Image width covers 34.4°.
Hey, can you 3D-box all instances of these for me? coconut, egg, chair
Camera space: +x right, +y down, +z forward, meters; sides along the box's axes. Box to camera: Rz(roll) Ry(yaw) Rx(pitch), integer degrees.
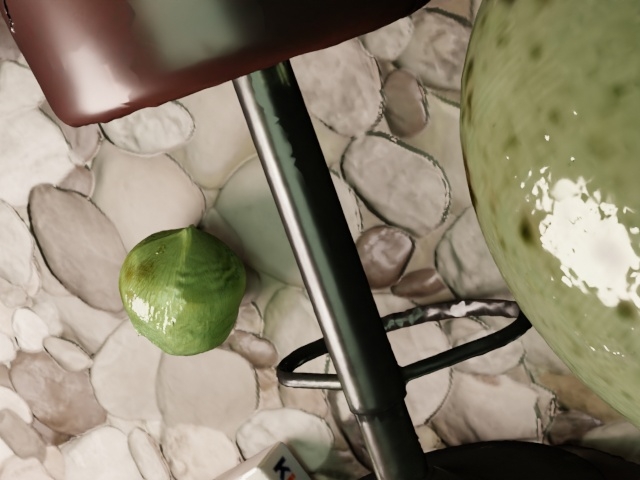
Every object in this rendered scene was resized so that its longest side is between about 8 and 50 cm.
[{"bbox_3d":[-0.094,0.031,0.699,0.088,0.088,0.096,17,120,16],"label":"coconut"},{"bbox_3d":[0.242,-0.024,0.424,0.380,0.287,0.287,19,116,7],"label":"egg"},{"bbox_3d":[0.000,0.000,0.566,0.227,0.226,0.400,-14,105,26],"label":"chair"}]

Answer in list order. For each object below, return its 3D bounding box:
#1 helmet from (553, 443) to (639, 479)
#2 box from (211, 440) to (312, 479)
[{"bbox_3d":[0.214,0.262,0.610,0.306,0.177,0.224,8,110,21],"label":"helmet"},{"bbox_3d":[-0.048,0.322,0.811,0.265,0.048,0.273,-36,93,29],"label":"box"}]
